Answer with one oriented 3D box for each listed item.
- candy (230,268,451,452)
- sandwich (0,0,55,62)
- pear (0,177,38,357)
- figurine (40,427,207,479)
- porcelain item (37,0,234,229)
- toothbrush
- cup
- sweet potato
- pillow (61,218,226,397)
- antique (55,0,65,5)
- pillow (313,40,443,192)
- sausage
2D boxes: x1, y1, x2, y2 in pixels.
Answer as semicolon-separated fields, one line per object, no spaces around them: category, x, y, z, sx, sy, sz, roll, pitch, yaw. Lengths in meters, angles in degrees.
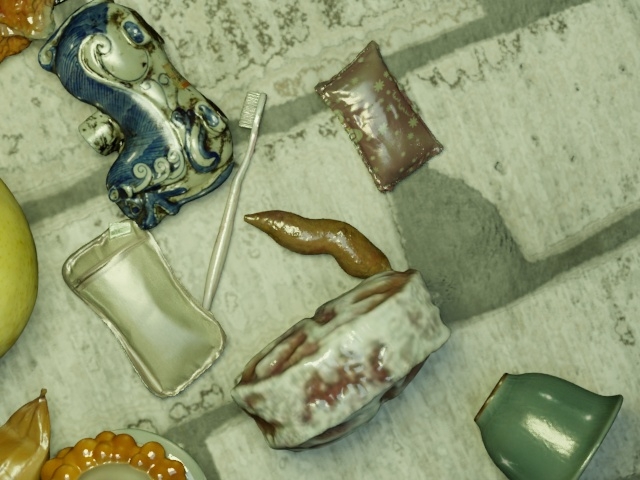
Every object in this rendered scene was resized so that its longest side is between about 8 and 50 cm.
candy;0.032;0.155;1.422;0.289;0.214;0.157;-33;94;-12
sandwich;-0.475;-0.319;1.387;0.301;0.162;0.251;17;89;-5
pear;-0.482;0.025;1.309;0.309;0.309;0.309;0;88;-9
figurine;-0.281;0.394;1.312;0.224;0.382;0.205;25;126;11
porcelain item;-0.242;-0.165;1.443;0.186;0.138;0.288;-39;99;4
toothbrush;-0.122;-0.054;1.502;0.029;0.025;0.307;14;85;0
cup;0.288;0.251;1.493;0.150;0.199;0.199;33;83;11
sweet potato;0.002;-0.003;1.506;0.218;0.051;0.065;22;86;-8
pillow;-0.229;0.087;1.470;0.130;0.038;0.233;-39;93;-7
antique;-0.277;-0.370;1.494;0.192;0.015;0.031;-30;93;-9
pillow;0.081;-0.169;1.531;0.118;0.043;0.185;-36;94;-11
sausage;-0.418;0.332;1.393;0.112;0.112;0.328;32;83;-7
